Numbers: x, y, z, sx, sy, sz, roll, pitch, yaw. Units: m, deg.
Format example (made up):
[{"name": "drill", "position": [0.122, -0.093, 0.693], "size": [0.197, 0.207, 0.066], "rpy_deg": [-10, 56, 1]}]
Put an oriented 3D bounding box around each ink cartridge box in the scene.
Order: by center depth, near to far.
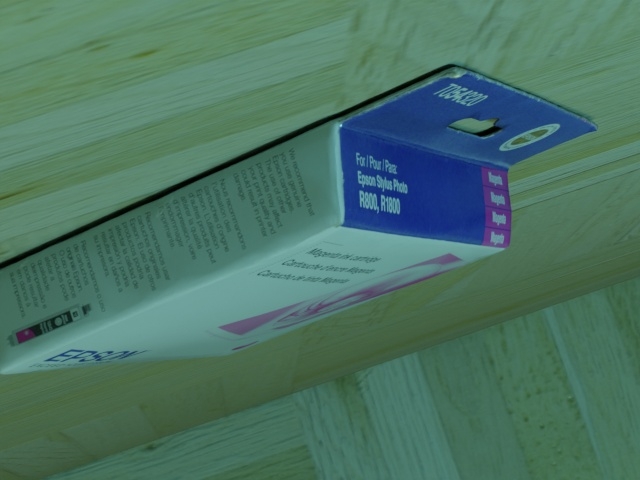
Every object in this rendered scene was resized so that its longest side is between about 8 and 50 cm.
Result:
[{"name": "ink cartridge box", "position": [0.000, 0.000, 1.107], "size": [0.330, 0.071, 0.324], "rpy_deg": [-21, 170, 21]}]
